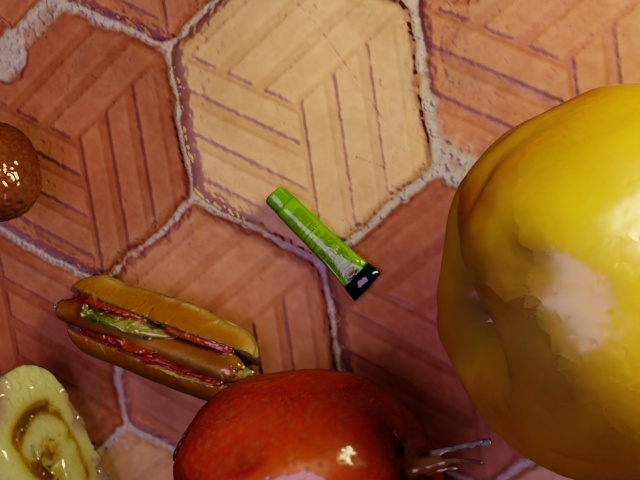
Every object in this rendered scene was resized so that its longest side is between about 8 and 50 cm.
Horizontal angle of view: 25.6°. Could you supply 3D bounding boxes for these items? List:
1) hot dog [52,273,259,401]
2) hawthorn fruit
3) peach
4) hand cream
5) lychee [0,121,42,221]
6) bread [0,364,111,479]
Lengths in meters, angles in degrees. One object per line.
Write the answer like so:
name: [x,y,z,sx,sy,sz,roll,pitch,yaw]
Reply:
hot dog: [-0.164,0.094,1.356,0.236,0.062,0.092,14,112,26]
hawthorn fruit: [0.014,0.204,1.207,0.299,0.211,0.211,-19,92,24]
peach: [0.247,0.034,1.005,0.308,0.289,0.289,-8,100,-9]
hand cream: [0.000,0.000,1.265,0.122,0.023,0.036,45,107,11]
lychee: [-0.329,-0.073,1.390,0.114,0.101,0.140,-53,38,-5]
bread: [-0.392,0.258,1.466,0.338,0.155,0.187,-21,102,30]
